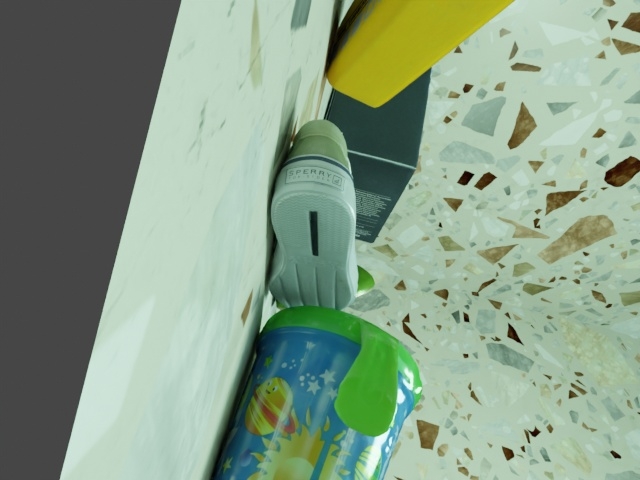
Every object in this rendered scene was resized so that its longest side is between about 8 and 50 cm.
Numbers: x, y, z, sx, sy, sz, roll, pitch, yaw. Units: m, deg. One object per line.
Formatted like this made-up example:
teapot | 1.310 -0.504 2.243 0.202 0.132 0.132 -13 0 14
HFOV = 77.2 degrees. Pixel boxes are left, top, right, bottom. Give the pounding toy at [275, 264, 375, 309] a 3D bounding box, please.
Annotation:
pounding toy | -0.001 0.049 0.755 0.237 0.183 0.110 -114 -167 -89

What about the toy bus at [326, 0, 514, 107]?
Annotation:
toy bus | 0.125 -0.287 0.453 0.332 0.108 0.130 -15 -123 67

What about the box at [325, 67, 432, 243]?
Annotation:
box | 0.105 -0.218 1.025 0.395 0.212 0.293 104 1 -66

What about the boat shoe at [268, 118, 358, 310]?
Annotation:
boat shoe | 0.000 0.000 0.457 0.302 0.109 0.094 100 2 -60

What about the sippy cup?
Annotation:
sippy cup | -0.012 0.239 0.492 0.224 0.240 0.305 -62 147 -45
